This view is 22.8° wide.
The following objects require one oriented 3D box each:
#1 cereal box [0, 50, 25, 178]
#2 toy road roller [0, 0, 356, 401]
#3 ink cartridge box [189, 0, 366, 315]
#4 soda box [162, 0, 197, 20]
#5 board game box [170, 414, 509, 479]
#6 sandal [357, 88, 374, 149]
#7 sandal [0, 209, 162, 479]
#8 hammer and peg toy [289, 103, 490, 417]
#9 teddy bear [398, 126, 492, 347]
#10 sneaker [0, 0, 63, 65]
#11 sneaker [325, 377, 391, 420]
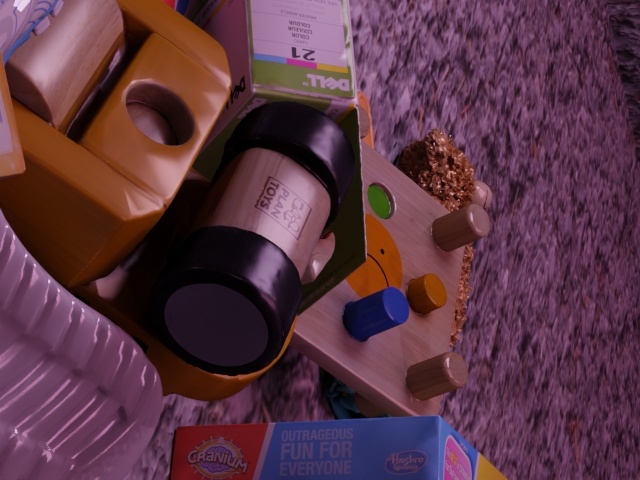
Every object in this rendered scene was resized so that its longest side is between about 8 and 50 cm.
[{"bbox_3d":[-0.231,-0.101,0.726,0.240,0.047,0.173,-16,97,-68],"label":"cereal box"},{"bbox_3d":[-0.157,-0.019,1.098,0.329,0.240,0.202,38,40,-13],"label":"toy road roller"},{"bbox_3d":[-0.050,-0.074,1.266,0.097,0.189,0.255,7,65,-26],"label":"ink cartridge box"},{"bbox_3d":[-0.142,-0.232,1.261,0.092,0.083,0.263,66,29,-42],"label":"soda box"},{"bbox_3d":[0.039,0.235,1.445,0.316,0.242,0.064,47,43,-61],"label":"board game box"},{"bbox_3d":[0.067,-0.042,1.794,0.102,0.076,0.265,3,84,-69],"label":"sandal"},{"bbox_3d":[-0.245,0.036,0.915,0.169,0.102,0.416,-52,137,-17],"label":"sandal"},{"bbox_3d":[0.000,0.000,1.506,0.361,0.127,0.266,36,48,-31],"label":"hammer and peg toy"},{"bbox_3d":[0.147,0.032,1.951,0.338,0.113,0.245,-73,154,-42],"label":"teddy bear"},{"bbox_3d":[-0.193,-0.139,0.915,0.083,0.071,0.191,126,-13,-66],"label":"sneaker"},{"bbox_3d":[0.055,0.134,1.711,0.110,0.107,0.275,-41,125,-53],"label":"sneaker"}]
